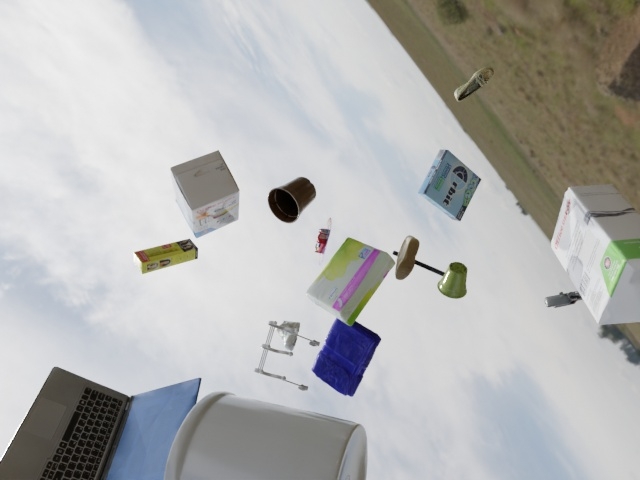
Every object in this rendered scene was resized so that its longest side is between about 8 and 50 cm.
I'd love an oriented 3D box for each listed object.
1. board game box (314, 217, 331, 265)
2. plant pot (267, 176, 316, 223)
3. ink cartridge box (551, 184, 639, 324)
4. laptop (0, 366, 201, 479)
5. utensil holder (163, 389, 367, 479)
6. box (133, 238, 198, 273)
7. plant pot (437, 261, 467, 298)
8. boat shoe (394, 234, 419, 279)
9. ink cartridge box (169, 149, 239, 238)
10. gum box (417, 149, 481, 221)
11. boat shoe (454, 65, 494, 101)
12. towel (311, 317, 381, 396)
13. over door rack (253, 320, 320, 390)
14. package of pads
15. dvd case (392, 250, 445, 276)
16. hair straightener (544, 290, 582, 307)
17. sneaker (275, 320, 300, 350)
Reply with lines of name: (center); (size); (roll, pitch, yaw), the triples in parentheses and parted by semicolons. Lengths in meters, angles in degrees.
board game box: (0.000, 0.000, 1.692); (0.033, 0.169, 0.133); (13, -163, -8)
plant pot: (-0.112, -0.183, 2.112); (0.167, 0.167, 0.165); (52, -133, -3)
ink cartridge box: (0.659, 0.025, 1.140); (0.273, 0.114, 0.199); (-93, -2, -51)
laptop: (-0.607, 0.523, 1.412); (0.407, 0.236, 0.382); (31, -154, -20)
utensil holder: (-0.110, 0.549, 1.162); (0.327, 0.384, 0.328); (3, -90, -70)
box: (-0.605, 0.059, 1.940); (0.232, 0.058, 0.087); (-16, -138, -35)
plant pot: (0.371, 0.104, 1.361); (0.083, 0.083, 0.079); (-97, 8, -52)
boat shoe: (0.307, 0.060, 1.775); (0.062, 0.170, 0.059); (12, -159, -19)
ink cartridge box: (-0.379, -0.149, 1.637); (0.168, 0.171, 0.233); (59, 161, 14)
gum box: (0.409, -0.172, 1.556); (0.184, 0.157, 0.041); (29, 175, -31)
boat shoe: (0.540, -0.545, 1.728); (0.056, 0.153, 0.048); (44, -151, -26)
towel: (0.105, 0.500, 2.146); (0.227, 0.309, 0.076); (28, -170, 18)
over door rack: (-0.132, 0.527, 2.244); (0.324, 0.108, 0.240); (33, -117, -37)
package of pads: (0.106, 0.144, 1.858); (0.229, 0.297, 0.101); (24, 162, 49)
dvd case: (0.448, 0.109, 2.135); (0.252, 0.022, 0.180); (25, -178, 26)
hair straightener: (0.883, 0.204, 1.732); (0.088, 0.230, 0.047); (7, -104, -25)
sneaker: (-0.170, 0.466, 2.433); (0.115, 0.091, 0.232); (16, -166, -1)
